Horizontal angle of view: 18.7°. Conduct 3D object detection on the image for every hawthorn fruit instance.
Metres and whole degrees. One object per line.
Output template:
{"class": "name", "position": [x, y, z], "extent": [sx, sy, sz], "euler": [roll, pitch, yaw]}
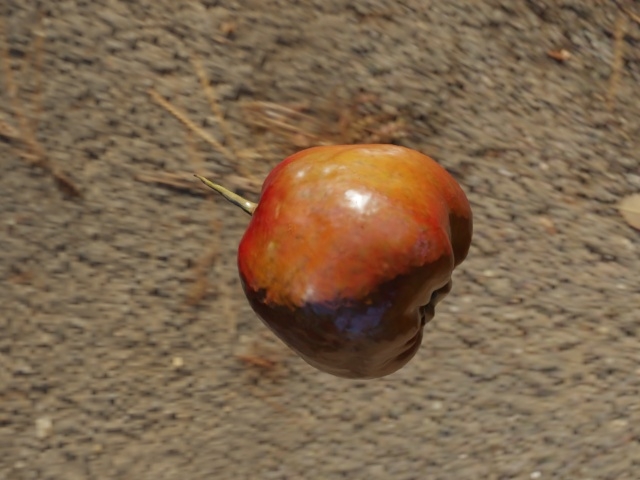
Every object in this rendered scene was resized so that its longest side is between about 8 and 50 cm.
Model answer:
{"class": "hawthorn fruit", "position": [0.014, 0.008, 1.020], "extent": [0.140, 0.125, 0.125], "euler": [6, 89, 35]}
